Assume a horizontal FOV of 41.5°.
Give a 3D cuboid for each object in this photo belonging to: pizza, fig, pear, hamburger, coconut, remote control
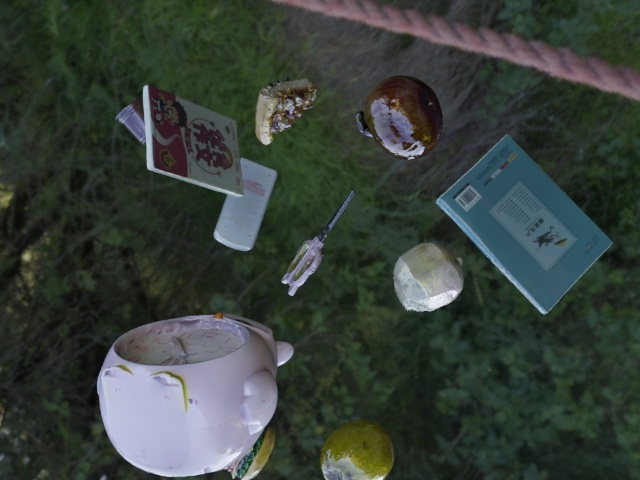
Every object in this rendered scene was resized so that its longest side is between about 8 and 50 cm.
[{"bbox_3d":[-0.068,-0.298,1.883,0.069,0.194,0.154,36,146,25],"label":"pizza"},{"bbox_3d":[0.227,-0.336,2.316,0.235,0.235,0.214,38,131,5],"label":"fig"},{"bbox_3d":[0.079,0.456,1.783,0.149,0.162,0.148,28,129,39],"label":"pear"},{"bbox_3d":[-0.188,0.537,2.177,0.115,0.162,0.162,29,174,-3],"label":"hamburger"},{"bbox_3d":[0.292,0.095,2.245,0.194,0.194,0.194,38,174,5],"label":"coconut"},{"bbox_3d":[-0.156,-0.073,1.752,0.088,0.190,0.029,20,161,-13],"label":"remote control"}]

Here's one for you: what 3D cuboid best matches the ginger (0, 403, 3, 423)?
[{"bbox_3d":[-0.874,0.471,1.897,0.190,0.354,0.126,38,163,29],"label":"ginger"}]

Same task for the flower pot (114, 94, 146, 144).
[{"bbox_3d":[-0.422,-0.287,2.023,0.089,0.111,0.111,52,172,-6],"label":"flower pot"}]

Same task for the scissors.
[{"bbox_3d":[0.000,0.000,2.234,0.024,0.317,0.160,32,-172,-22],"label":"scissors"}]

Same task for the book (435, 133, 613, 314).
[{"bbox_3d":[0.498,-0.043,2.052,0.379,0.264,0.031,48,166,3],"label":"book"}]

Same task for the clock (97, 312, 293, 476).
[{"bbox_3d":[-0.241,0.294,1.683,0.368,0.250,0.377,4,-163,23],"label":"clock"}]

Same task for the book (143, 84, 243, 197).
[{"bbox_3d":[-0.230,-0.178,1.550,0.022,0.162,0.232,-18,160,34],"label":"book"}]
